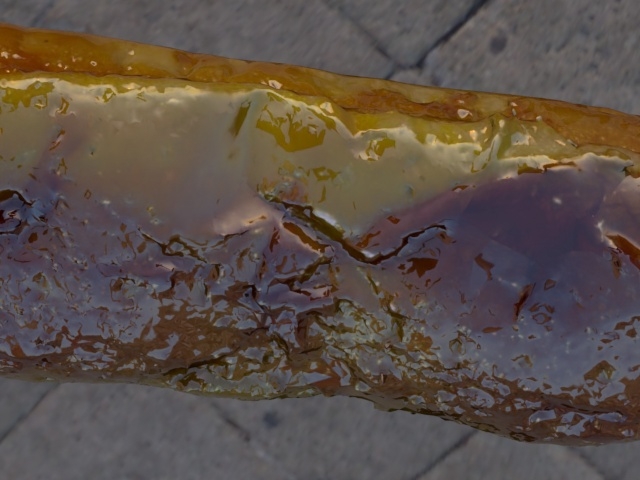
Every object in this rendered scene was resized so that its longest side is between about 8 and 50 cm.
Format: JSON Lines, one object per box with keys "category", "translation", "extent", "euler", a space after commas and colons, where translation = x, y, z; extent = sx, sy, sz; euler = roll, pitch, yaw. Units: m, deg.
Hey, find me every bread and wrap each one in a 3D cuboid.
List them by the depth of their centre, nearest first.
{"category": "bread", "translation": [0.001, -0.001, 0.552], "extent": [0.270, 0.077, 0.139], "euler": [9, 135, -4]}
